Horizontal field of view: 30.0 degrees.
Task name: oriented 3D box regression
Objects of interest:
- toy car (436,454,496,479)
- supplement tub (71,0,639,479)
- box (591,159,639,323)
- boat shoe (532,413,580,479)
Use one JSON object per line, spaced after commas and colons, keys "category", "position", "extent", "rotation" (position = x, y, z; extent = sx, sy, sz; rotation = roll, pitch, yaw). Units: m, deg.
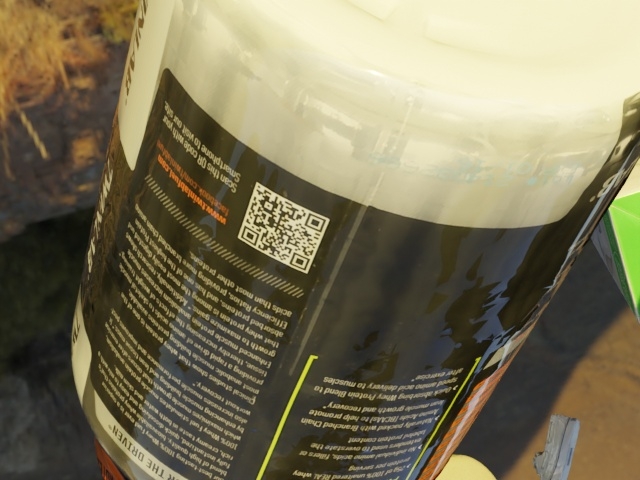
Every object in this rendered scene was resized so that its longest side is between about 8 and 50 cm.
{"category": "toy car", "position": [0.055, 0.260, 0.999], "extent": [0.188, 0.155, 0.149], "rotation": [-40, 162, 34]}
{"category": "supplement tub", "position": [0.000, 0.000, 0.548], "extent": [0.207, 0.207, 0.338], "rotation": [-7, 141, -28]}
{"category": "box", "position": [0.366, -0.058, 1.050], "extent": [0.262, 0.231, 0.126], "rotation": [-17, 112, 8]}
{"category": "boat shoe", "position": [0.233, 0.224, 1.206], "extent": [0.035, 0.100, 0.035], "rotation": [15, -179, 27]}
